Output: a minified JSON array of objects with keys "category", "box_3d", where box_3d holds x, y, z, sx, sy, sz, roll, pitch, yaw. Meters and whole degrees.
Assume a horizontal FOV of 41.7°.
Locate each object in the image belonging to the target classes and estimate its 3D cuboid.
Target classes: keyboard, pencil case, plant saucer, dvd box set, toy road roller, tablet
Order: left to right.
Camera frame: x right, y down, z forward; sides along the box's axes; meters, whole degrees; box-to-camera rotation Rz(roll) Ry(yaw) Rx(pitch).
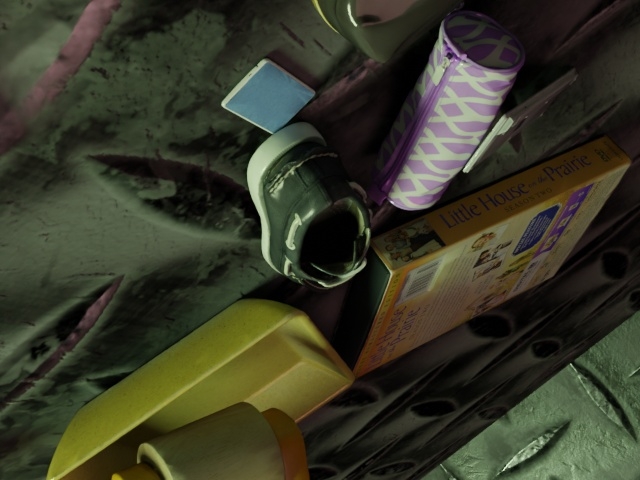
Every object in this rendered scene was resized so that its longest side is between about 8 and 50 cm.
[{"category":"toy road roller","box_3d":[-0.148,0.343,1.015,0.203,0.241,0.329,-17,111,-32]},{"category":"plant saucer","box_3d":[-0.139,0.201,1.043,0.333,0.081,0.333,-35,154,-2]},{"category":"tablet","box_3d":[-0.042,-0.119,0.703,0.054,0.006,0.083,-43,154,15]},{"category":"pencil case","box_3d":[0.115,-0.118,0.799,0.088,0.086,0.206,-34,158,-38]},{"category":"dvd box set","box_3d":[0.221,0.030,1.206,0.420,0.062,0.307,-24,152,-23]},{"category":"keyboard","box_3d":[0.216,-0.132,0.890,0.072,0.014,0.256,-50,170,36]}]

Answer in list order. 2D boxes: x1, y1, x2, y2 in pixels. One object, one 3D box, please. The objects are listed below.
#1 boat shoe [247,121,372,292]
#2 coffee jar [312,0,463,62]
[{"category":"boat shoe","box_3d":[0.000,0.000,0.852,0.114,0.091,0.302,-36,156,-3]},{"category":"coffee jar","box_3d":[0.009,-0.184,0.450,0.096,0.184,0.079,-40,154,8]}]
